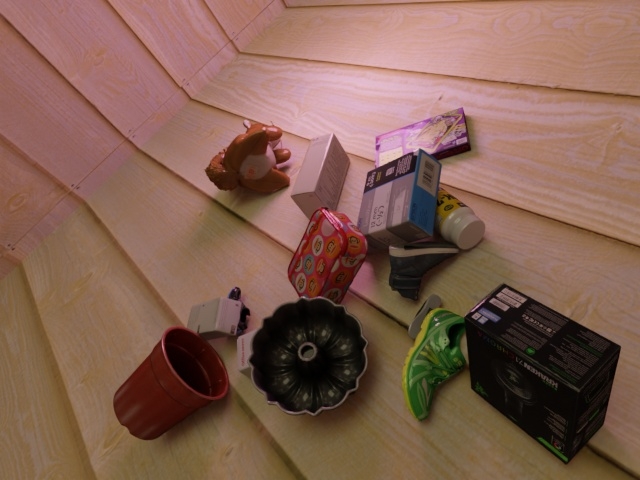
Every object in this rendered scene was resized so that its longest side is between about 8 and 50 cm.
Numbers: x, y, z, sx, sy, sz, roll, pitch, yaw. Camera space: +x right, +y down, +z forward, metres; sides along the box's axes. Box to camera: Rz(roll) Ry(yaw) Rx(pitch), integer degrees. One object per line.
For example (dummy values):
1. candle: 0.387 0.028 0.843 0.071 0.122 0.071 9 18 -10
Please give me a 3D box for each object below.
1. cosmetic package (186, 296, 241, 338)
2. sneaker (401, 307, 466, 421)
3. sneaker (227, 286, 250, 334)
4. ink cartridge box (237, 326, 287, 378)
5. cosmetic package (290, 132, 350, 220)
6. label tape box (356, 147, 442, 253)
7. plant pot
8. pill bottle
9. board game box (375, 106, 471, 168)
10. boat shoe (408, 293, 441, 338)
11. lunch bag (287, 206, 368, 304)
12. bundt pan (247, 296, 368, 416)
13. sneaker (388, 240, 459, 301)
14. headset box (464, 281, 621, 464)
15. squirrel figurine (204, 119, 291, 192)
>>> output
1. cosmetic package: -0.368 0.271 1.566 0.231 0.085 0.118 -23 53 48
2. sneaker: 0.288 0.299 1.131 0.123 0.109 0.296 2 55 41
3. sneaker: -0.286 0.246 1.619 0.078 0.067 0.188 -18 47 5
4. ink cartridge box: -0.169 0.339 1.439 0.175 0.072 0.128 -25 45 14
5. cosmetic package: 0.006 -0.246 1.770 0.113 0.160 0.310 -6 50 32
6. label tape box: 0.201 -0.107 1.440 0.347 0.115 0.250 -17 53 50
7. plant pot: -0.478 0.457 1.429 0.265 0.272 0.272 -41 41 8
8. pill bottle: 0.387 -0.069 1.378 0.119 0.119 0.208 -39 42 -1
9. board game box: 0.371 -0.363 1.704 0.346 0.056 0.208 -14 51 25
10. boat shoe: 0.286 0.212 1.260 0.049 0.040 0.142 35 73 8
11. lunch bag: 0.009 0.050 1.452 0.293 0.120 0.258 -64 37 24
12. bundt pan: -0.027 0.329 1.265 0.330 0.124 0.331 -4 55 6
13. sneaker: 0.298 0.089 1.333 0.226 0.164 0.086 -4 11 -19
14. headset box: 0.437 0.272 0.936 0.131 0.283 0.246 -34 40 -19
15. squirrel figurine: -0.334 -0.392 2.060 0.396 0.281 0.371 -23 37 12
